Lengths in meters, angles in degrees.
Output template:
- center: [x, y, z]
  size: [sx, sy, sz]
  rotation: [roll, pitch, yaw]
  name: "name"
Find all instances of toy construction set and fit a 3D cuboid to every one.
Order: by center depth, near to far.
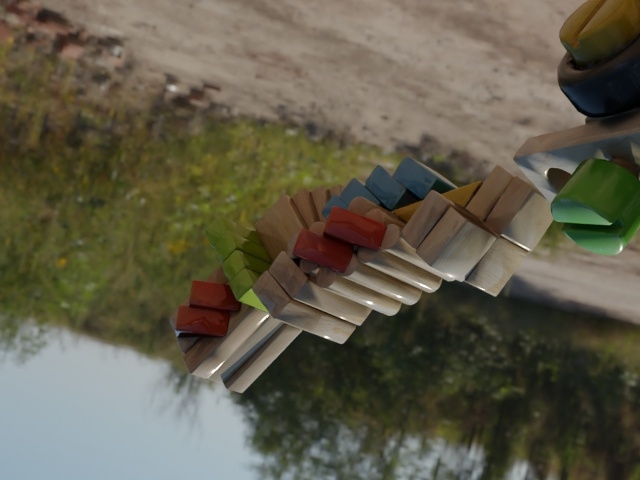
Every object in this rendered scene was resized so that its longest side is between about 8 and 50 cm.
- center: [0.236, -0.036, 0.509]
  size: [0.308, 0.237, 0.257]
  rotation: [19, 144, 42]
  name: "toy construction set"

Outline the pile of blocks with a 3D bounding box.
- center: [0.000, 0.000, 0.943]
  size: [0.362, 0.149, 0.112]
  rotation: [-24, 148, 33]
  name: "pile of blocks"
